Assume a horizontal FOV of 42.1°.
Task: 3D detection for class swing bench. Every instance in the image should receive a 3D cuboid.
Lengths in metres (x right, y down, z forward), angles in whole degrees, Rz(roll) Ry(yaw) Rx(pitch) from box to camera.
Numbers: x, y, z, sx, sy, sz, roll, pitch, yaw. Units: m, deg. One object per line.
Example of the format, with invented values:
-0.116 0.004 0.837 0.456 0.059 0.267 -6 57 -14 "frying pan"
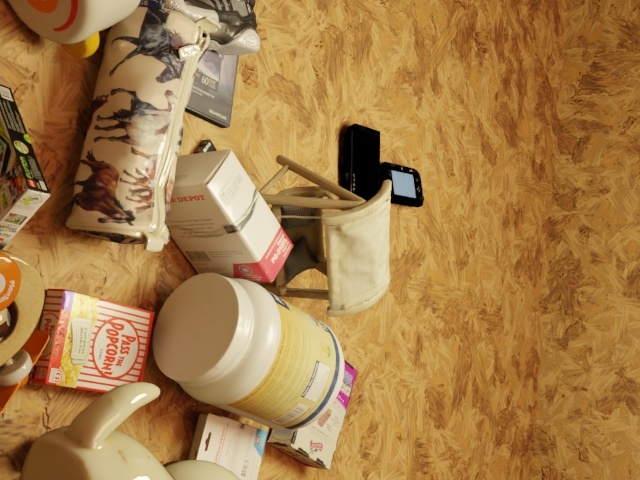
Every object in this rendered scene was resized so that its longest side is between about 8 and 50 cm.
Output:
0.000 0.000 1.614 0.165 0.254 0.253 -51 148 -42 "swing bench"

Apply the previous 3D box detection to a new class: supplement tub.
-0.126 0.203 1.510 0.316 0.228 0.228 36 60 -48 "supplement tub"

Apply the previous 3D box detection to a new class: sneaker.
-0.204 -0.436 1.502 0.268 0.101 0.153 9 81 -60 "sneaker"

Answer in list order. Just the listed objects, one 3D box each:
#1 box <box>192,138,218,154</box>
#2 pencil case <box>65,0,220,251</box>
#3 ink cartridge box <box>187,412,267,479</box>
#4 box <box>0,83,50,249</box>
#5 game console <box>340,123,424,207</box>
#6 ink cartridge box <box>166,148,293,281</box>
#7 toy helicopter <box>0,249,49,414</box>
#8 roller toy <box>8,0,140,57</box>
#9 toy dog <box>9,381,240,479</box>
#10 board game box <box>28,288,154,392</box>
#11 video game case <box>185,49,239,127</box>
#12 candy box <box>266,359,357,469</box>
-0.219 -0.140 1.574 0.083 0.018 0.067 -59 133 -36 "box"
-0.288 -0.181 1.343 0.160 0.183 0.410 25 69 -52 "pencil case"
-0.185 0.388 1.564 0.180 0.060 0.104 35 62 -48 "ink cartridge box"
-0.433 -0.103 1.110 0.036 0.114 0.207 18 35 -53 "box"
0.162 -0.162 2.081 0.361 0.044 0.213 5 85 -54 "game console"
-0.185 -0.039 1.486 0.237 0.172 0.100 59 45 -34 "ink cartridge box"
-0.494 0.179 1.123 0.355 0.140 0.235 -62 145 -19 "toy helicopter"
-0.374 -0.395 1.228 0.191 0.209 0.146 43 46 -1 "roller toy"
-0.262 0.401 1.162 0.408 0.284 0.395 30 68 -56 "toy dog"
-0.363 0.168 1.339 0.193 0.045 0.147 23 70 -52 "board game box"
-0.226 -0.372 1.570 0.196 0.026 0.274 20 74 -52 "video game case"
-0.014 0.354 1.793 0.159 0.071 0.233 45 53 -44 "candy box"
